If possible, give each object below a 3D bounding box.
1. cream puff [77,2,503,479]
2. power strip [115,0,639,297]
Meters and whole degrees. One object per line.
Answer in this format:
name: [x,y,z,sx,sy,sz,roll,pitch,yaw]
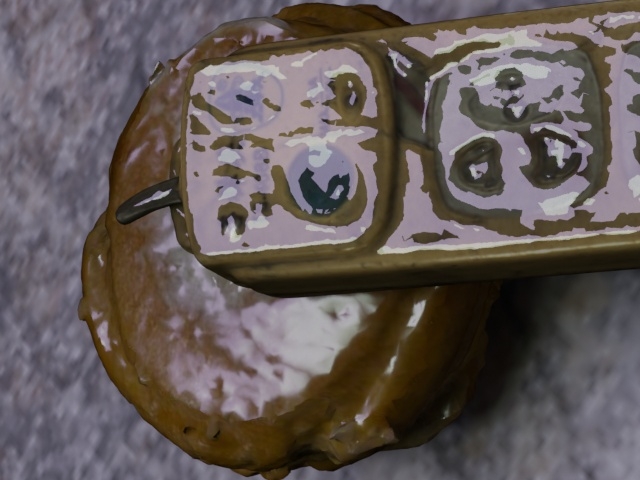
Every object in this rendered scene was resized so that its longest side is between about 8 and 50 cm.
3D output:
cream puff: [-0.001,0.000,0.564,0.126,0.103,0.144,4,86,25]
power strip: [0.088,-0.026,0.458,0.305,0.044,0.064,-5,79,18]
